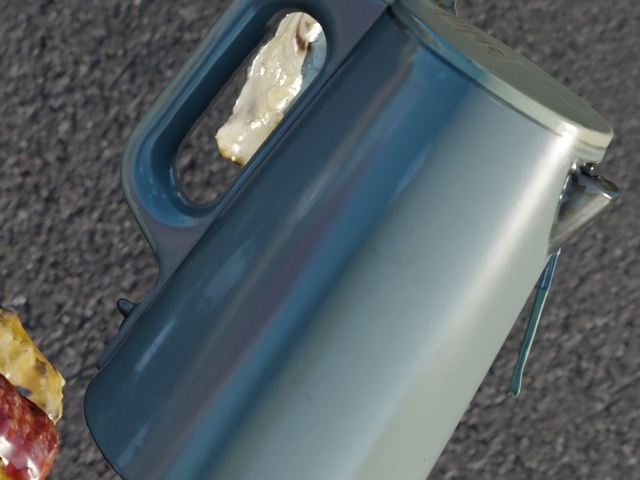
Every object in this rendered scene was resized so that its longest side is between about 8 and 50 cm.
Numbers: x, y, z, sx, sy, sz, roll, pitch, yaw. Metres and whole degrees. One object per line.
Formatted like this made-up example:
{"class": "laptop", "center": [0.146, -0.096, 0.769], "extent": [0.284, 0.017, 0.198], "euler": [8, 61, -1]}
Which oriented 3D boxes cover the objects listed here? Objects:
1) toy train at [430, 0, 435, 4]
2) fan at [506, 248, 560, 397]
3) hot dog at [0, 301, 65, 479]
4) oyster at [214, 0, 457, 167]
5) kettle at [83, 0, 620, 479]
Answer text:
{"class": "toy train", "center": [0.074, -0.153, 1.362], "extent": [0.048, 0.055, 0.252], "euler": [-36, 116, -40]}
{"class": "fan", "center": [0.252, 0.093, 1.927], "extent": [0.016, 0.038, 0.193], "euler": [18, 77, 2]}
{"class": "hot dog", "center": [-0.315, 0.046, 1.009], "extent": [0.365, 0.196, 0.367], "euler": [55, 13, -19]}
{"class": "oyster", "center": [0.051, -0.226, 1.810], "extent": [0.204, 0.111, 0.396], "euler": [33, 92, -14]}
{"class": "kettle", "center": [0.000, 0.000, 0.753], "extent": [0.210, 0.243, 0.160], "euler": [38, 16, 21]}
